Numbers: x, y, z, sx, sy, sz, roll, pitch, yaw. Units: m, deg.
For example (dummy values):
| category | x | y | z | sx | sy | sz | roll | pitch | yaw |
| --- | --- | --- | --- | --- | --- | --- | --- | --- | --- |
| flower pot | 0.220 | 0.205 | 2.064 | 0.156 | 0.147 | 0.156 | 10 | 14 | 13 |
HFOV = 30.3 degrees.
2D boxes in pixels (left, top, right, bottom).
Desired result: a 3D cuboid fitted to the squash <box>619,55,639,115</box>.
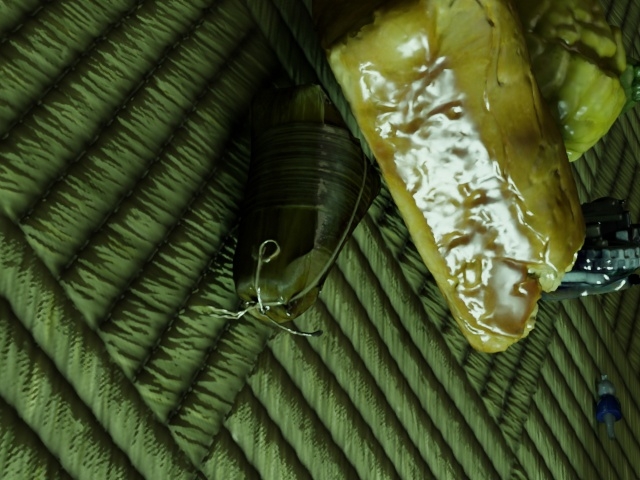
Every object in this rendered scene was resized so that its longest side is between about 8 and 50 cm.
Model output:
| category | x | y | z | sx | sy | sz | roll | pitch | yaw |
| --- | --- | --- | --- | --- | --- | --- | --- | --- | --- |
| squash | 0.384 | -0.203 | 1.500 | 0.105 | 0.132 | 0.105 | 26 | 58 | -51 |

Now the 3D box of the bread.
| category | x | y | z | sx | sy | sz | roll | pitch | yaw |
| --- | --- | --- | --- | --- | --- | --- | --- | --- | --- |
| bread | 0.120 | -0.085 | 0.981 | 0.195 | 0.149 | 0.344 | -105 | 168 | -60 |

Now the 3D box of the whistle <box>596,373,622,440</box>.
| category | x | y | z | sx | sy | sz | roll | pitch | yaw |
| --- | --- | --- | --- | --- | --- | --- | --- | --- | --- |
| whistle | 0.330 | 0.192 | 1.354 | 0.033 | 0.029 | 0.083 | 64 | 24 | -45 |

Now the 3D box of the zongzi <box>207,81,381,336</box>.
| category | x | y | z | sx | sy | sz | roll | pitch | yaw |
| --- | --- | --- | --- | --- | --- | --- | --- | --- | --- |
| zongzi | 0.000 | 0.000 | 0.905 | 0.184 | 0.084 | 0.187 | 45 | 49 | -55 |

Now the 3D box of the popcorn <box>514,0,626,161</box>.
| category | x | y | z | sx | sy | sz | roll | pitch | yaw |
| --- | --- | --- | --- | --- | --- | --- | --- | --- | --- |
| popcorn | 0.183 | -0.170 | 1.147 | 0.203 | 0.226 | 0.200 | 88 | 17 | -65 |

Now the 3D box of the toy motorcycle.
| category | x | y | z | sx | sy | sz | roll | pitch | yaw |
| --- | --- | --- | --- | --- | --- | --- | --- | --- | --- |
| toy motorcycle | 0.264 | 0.009 | 1.248 | 0.270 | 0.159 | 0.106 | -19 | 103 | -73 |
